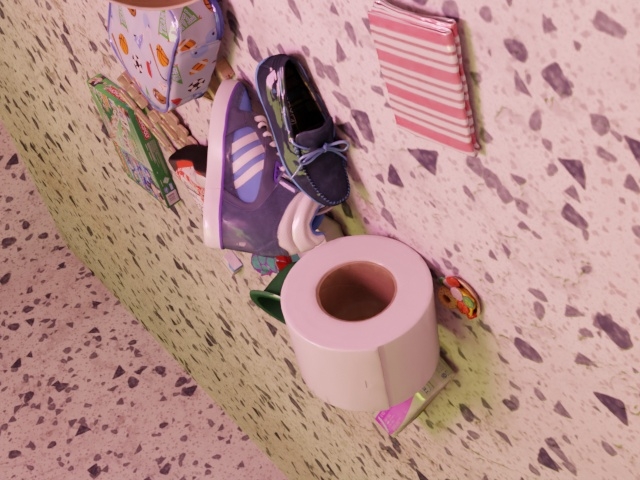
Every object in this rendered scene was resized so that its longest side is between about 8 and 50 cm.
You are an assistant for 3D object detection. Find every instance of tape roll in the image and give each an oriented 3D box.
[{"bbox_3d":[0.069,0.134,1.438,0.246,0.246,0.169,36,153,37],"label":"tape roll"}]

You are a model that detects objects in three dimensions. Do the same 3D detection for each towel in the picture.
[{"bbox_3d":[0.134,-0.202,1.102,0.144,0.029,0.197,32,152,43],"label":"towel"}]

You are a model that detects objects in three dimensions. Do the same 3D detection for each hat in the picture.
[{"bbox_3d":[-0.025,0.060,1.658,0.208,0.184,0.173,36,159,-26],"label":"hat"}]

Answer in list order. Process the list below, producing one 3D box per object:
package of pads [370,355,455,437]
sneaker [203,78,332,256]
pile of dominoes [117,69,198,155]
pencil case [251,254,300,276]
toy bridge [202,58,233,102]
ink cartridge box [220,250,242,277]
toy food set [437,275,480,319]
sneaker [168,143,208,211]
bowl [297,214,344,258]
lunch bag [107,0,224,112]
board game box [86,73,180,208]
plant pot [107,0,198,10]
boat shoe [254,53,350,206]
[{"bbox_3d":[0.118,0.239,1.686,0.229,0.101,0.296,47,157,15],"label":"package of pads"},{"bbox_3d":[-0.072,-0.125,1.517,0.130,0.236,0.323,83,-171,-69],"label":"sneaker"},{"bbox_3d":[-0.358,-0.287,1.991,0.251,0.040,0.196,50,159,-13],"label":"pile of dominoes"},{"bbox_3d":[-0.093,0.046,1.878,0.151,0.064,0.070,5,103,63],"label":"pencil case"},{"bbox_3d":[-0.203,-0.291,1.650,0.063,0.026,0.188,58,157,-12],"label":"toy bridge"},{"bbox_3d":[-0.228,0.063,2.226,0.048,0.028,0.083,51,159,7],"label":"ink cartridge box"},{"bbox_3d":[0.216,0.089,1.372,0.083,0.020,0.083,41,155,30],"label":"toy food set"},{"bbox_3d":[-0.220,-0.122,1.861,0.270,0.090,0.145,17,143,57],"label":"sneaker"},{"bbox_3d":[0.000,0.000,1.637,0.142,0.053,0.142,29,147,45],"label":"bowl"},{"bbox_3d":[-0.279,-0.385,1.522,0.243,0.115,0.303,56,152,12],"label":"lunch bag"},{"bbox_3d":[-0.476,-0.251,2.240,0.213,0.046,0.317,36,153,39],"label":"board game box"},{"bbox_3d":[-0.226,-0.471,1.161,0.191,0.284,0.284,-101,-10,-59],"label":"plant pot"},{"bbox_3d":[-0.025,-0.166,1.372,0.258,0.109,0.089,58,155,-16],"label":"boat shoe"}]
